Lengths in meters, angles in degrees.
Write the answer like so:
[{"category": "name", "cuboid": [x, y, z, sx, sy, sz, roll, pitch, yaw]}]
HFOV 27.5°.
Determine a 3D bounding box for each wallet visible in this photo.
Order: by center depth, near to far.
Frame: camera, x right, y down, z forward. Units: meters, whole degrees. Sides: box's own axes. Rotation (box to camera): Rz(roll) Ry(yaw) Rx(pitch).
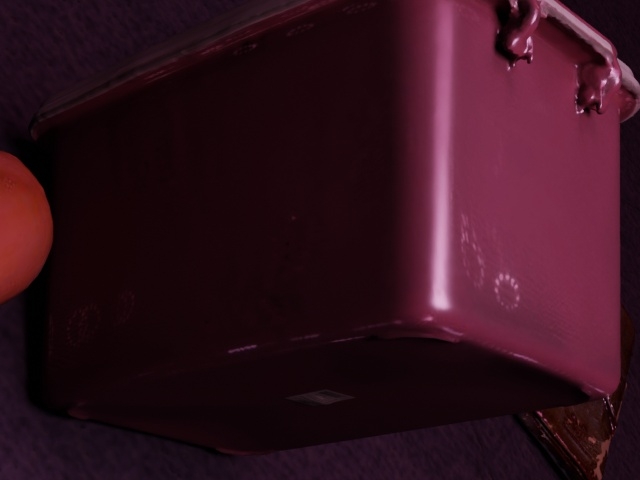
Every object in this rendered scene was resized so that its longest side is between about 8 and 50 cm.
[{"category": "wallet", "cuboid": [0.212, 0.096, 1.076, 0.122, 0.031, 0.232, 52, 34, -13]}]

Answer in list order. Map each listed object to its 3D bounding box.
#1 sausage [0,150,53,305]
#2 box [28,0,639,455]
[{"category": "sausage", "cuboid": [-0.184, 0.010, 0.552, 0.077, 0.077, 0.194, 62, 31, -1]}, {"category": "box", "cuboid": [0.000, 0.000, 0.630, 0.193, 0.294, 0.167, 25, 59, -43]}]
